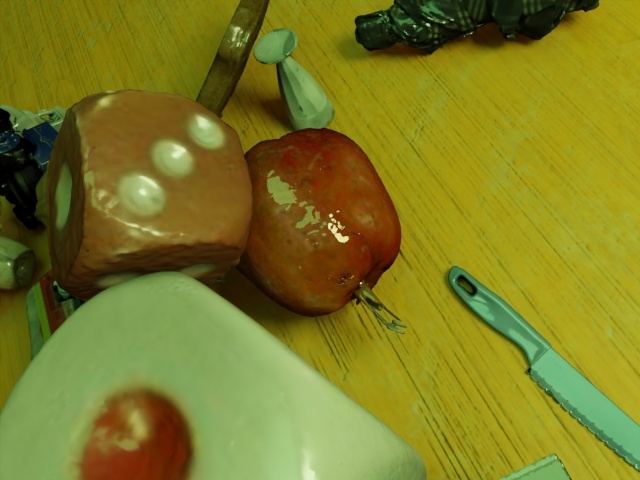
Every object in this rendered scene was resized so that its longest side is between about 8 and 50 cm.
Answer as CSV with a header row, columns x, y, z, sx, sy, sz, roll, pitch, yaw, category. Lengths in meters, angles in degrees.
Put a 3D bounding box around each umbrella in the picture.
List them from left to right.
x,y,z,sx,sy,sz,roll,pitch,yaw,category
0.223,-0.329,0.882,0.336,0.154,0.128,-22,17,28,umbrella

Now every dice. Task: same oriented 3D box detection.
x,y,z,sx,sy,sz,roll,pitch,yaw,category
-0.180,-0.038,0.650,0.175,0.179,0.174,-37,59,46,dice
-0.092,0.225,0.582,0.304,0.304,0.277,28,77,30,dice

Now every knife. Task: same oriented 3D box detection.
x,y,z,sx,sy,sz,roll,pitch,yaw,category
0.246,0.135,0.676,0.044,0.019,0.313,-46,57,2,knife

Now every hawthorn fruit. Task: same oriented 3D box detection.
x,y,z,sx,sy,sz,roll,pitch,yaw,category
0.000,0.000,0.736,0.211,0.211,0.299,-36,67,-1,hawthorn fruit

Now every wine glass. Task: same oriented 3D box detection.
x,y,z,sx,sy,sz,roll,pitch,yaw,category
-0.038,-0.227,0.895,0.073,0.155,0.073,-11,57,18,wine glass

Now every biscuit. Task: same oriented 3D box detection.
x,y,z,sx,sy,sz,roll,pitch,yaw,category
-0.132,-0.271,0.918,0.257,0.049,0.273,-55,20,36,biscuit

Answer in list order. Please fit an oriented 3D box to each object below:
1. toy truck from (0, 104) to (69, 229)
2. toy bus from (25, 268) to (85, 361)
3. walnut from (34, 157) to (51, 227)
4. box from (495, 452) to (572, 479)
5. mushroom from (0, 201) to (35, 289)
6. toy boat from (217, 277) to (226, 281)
x,y,z,sx,sy,sz,roll,pitch,yaw,category
-0.463,-0.144,1.029,0.177,0.161,0.213,-34,54,-23,toy truck
-0.309,0.154,0.821,0.120,0.121,0.265,-34,57,11,toy bus
-0.270,-0.069,0.875,0.245,0.198,0.198,-23,57,-2,walnut
0.158,0.260,0.515,0.129,0.225,0.086,-27,57,5,box
-0.556,0.008,0.949,0.260,0.234,0.254,-52,24,42,mushroom
-0.198,0.031,0.762,0.067,0.220,0.291,-2,87,54,toy boat
